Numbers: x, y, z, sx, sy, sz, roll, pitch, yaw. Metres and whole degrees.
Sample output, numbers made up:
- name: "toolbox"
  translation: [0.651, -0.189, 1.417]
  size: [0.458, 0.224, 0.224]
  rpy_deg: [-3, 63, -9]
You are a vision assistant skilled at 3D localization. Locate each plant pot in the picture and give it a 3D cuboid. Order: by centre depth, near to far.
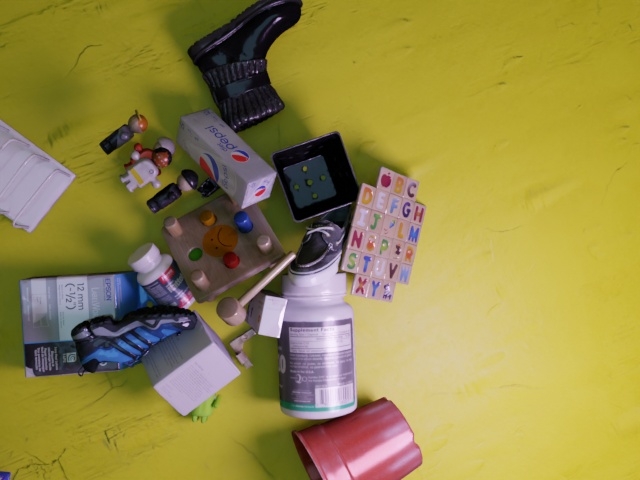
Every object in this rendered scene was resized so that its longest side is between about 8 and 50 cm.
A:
- name: "plant pot"
  translation: [0.104, 0.558, 1.849]
  size: [0.265, 0.272, 0.272]
  rpy_deg: [-25, 93, -15]
- name: "plant pot"
  translation: [-0.018, -0.160, 1.874]
  size: [0.188, 0.167, 0.188]
  rpy_deg: [-20, 91, -6]

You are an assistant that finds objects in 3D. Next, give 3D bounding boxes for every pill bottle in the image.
- name: "pill bottle"
  translation: [-0.407, 0.096, 1.825]
  size: [0.108, 0.108, 0.180]
  rpy_deg: [-40, 117, -6]
- name: "pill bottle"
  translation: [-0.011, 0.265, 1.852]
  size: [0.204, 0.204, 0.360]
  rpy_deg: [-2, 89, -7]

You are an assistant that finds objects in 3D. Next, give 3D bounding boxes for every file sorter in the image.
- name: "file sorter"
  translation: [-0.802, -0.178, 1.775]
  size: [0.278, 0.173, 0.192]
  rpy_deg: [37, 86, -6]

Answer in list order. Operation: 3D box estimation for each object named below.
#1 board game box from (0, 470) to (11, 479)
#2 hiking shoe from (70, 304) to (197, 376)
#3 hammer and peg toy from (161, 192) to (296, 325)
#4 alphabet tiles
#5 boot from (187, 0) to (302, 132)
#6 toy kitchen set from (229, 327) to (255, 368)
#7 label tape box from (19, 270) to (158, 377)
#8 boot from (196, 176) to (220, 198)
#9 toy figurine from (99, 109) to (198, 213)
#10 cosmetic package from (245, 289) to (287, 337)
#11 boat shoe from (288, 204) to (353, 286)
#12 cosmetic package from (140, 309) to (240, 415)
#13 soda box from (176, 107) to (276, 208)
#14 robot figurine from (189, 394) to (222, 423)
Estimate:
- name: "board game box"
  translation: [-0.989, 0.693, 1.791]
  size: [0.347, 0.078, 0.233]
  rpy_deg: [9, 88, -7]
- name: "hiking shoe"
  translation: [-0.453, 0.242, 1.759]
  size: [0.304, 0.113, 0.132]
  rpy_deg: [-9, 100, -6]
- name: "hammer and peg toy"
  translation: [-0.221, 0.041, 1.794]
  size: [0.266, 0.127, 0.361]
  rpy_deg: [-30, 60, -7]
- name: "alphabet tiles"
  translation: [0.174, -0.011, 1.886]
  size: [0.285, 0.011, 0.342]
  rpy_deg: [15, 87, -45]
- name: "boot"
  translation: [-0.151, -0.464, 1.874]
  size: [0.348, 0.131, 0.260]
  rpy_deg: [-31, 86, 4]
- name: "toy kitchen set"
  translation: [-0.191, 0.291, 1.898]
  size: [0.075, 0.068, 0.083]
  rpy_deg: [-34, 94, -6]
- name: "label tape box"
  translation: [-0.578, 0.209, 1.830]
  size: [0.348, 0.115, 0.249]
  rpy_deg: [-3, 90, -5]
- name: "boot"
  translation: [-0.277, -0.159, 1.875]
  size: [0.045, 0.099, 0.121]
  rpy_deg: [45, 84, -4]
- name: "toy figurine"
  translation: [-0.428, -0.199, 1.789]
  size: [0.148, 0.209, 0.213]
  rpy_deg: [-36, 61, -1]
- name: "cosmetic package"
  translation: [-0.143, 0.181, 1.816]
  size: [0.061, 0.239, 0.098]
  rpy_deg: [10, 88, -14]
- name: "boat shoe"
  translation: [0.000, 0.000, 1.807]
  size: [0.121, 0.335, 0.119]
  rpy_deg: [3, 117, 19]
- name: "cosmetic package"
  translation: [-0.335, 0.311, 1.811]
  size: [0.184, 0.151, 0.151]
  rpy_deg: [-36, 132, -6]
- name: "soda box"
  translation: [-0.245, -0.213, 1.811]
  size: [0.098, 0.091, 0.286]
  rpy_deg: [-27, 62, -38]
- name: "robot figurine"
  translation: [-0.314, 0.423, 1.882]
  size: [0.101, 0.067, 0.115]
  rpy_deg: [7, 88, 5]
